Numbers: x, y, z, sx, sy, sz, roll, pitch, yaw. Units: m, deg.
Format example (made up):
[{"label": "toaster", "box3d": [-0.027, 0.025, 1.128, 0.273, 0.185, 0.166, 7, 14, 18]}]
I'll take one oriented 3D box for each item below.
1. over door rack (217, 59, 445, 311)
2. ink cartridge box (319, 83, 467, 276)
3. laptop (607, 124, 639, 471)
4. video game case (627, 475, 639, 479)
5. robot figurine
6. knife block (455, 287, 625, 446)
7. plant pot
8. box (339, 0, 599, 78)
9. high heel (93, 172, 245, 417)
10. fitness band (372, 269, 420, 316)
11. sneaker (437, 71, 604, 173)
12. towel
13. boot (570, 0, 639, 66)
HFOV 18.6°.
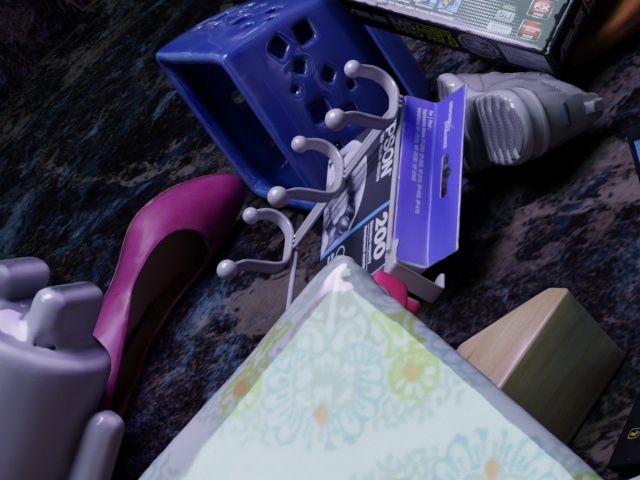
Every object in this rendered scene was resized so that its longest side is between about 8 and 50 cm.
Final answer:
[{"label": "over door rack", "box3d": [0.000, 0.000, 1.915, 0.239, 0.108, 0.324, -53, 29, 33]}, {"label": "ink cartridge box", "box3d": [0.070, -0.039, 1.987, 0.208, 0.045, 0.206, -38, 38, 47]}, {"label": "laptop", "box3d": [0.315, 0.023, 1.482, 0.234, 0.136, 0.264, -17, 34, 48]}, {"label": "video game case", "box3d": [0.198, 0.229, 1.480, 0.122, 0.011, 0.087, -28, 28, 33]}, {"label": "robot figurine", "box3d": [-0.352, 0.197, 2.125, 0.200, 0.300, 0.353, -4, -63, -66]}, {"label": "knife block", "box3d": [0.121, 0.192, 1.575, 0.276, 0.088, 0.242, -35, 25, 20]}, {"label": "plant pot", "box3d": [-0.022, -0.191, 2.307, 0.212, 0.236, 0.236, -42, 22, -14]}, {"label": "box", "box3d": [0.178, -0.308, 2.095, 0.270, 0.060, 0.216, 20, 76, 29]}, {"label": "high heel", "box3d": [-0.185, 0.077, 2.312, 0.181, 0.127, 0.377, 29, 69, 39]}, {"label": "fitness band", "box3d": [0.011, 0.153, 1.697, 0.291, 0.054, 0.209, -65, -3, 41]}, {"label": "sneaker", "box3d": [0.202, -0.125, 2.024, 0.115, 0.105, 0.281, -13, 13, -14]}, {"label": "towel", "box3d": [0.031, 0.231, 1.457, 0.320, 0.090, 0.374, -47, 54, -2]}, {"label": "boot", "box3d": [0.350, -0.254, 1.970, 0.280, 0.096, 0.264, -28, 34, 41]}]
